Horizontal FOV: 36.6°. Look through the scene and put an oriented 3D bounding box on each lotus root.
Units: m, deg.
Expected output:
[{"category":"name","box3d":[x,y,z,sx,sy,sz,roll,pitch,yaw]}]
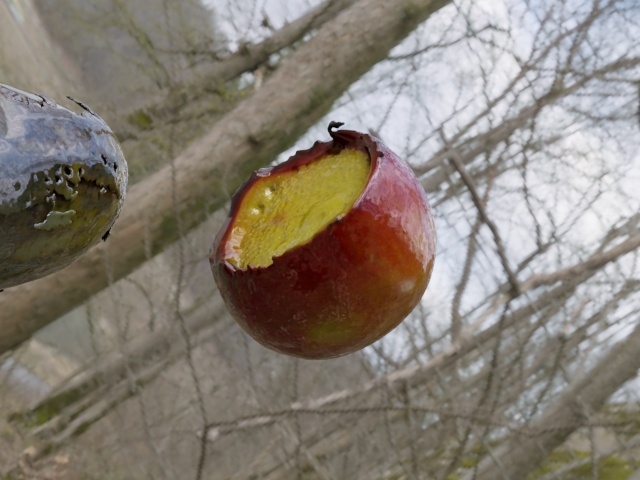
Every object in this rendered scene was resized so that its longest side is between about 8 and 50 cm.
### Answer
[{"category":"lotus root","box3d":[-0.307,-0.041,0.729,0.397,0.196,0.179,-10,67,-57]}]

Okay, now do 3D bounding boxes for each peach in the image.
[{"category":"peach","box3d":[0.000,0.000,0.866,0.196,0.190,0.226,49,-30,26]}]
